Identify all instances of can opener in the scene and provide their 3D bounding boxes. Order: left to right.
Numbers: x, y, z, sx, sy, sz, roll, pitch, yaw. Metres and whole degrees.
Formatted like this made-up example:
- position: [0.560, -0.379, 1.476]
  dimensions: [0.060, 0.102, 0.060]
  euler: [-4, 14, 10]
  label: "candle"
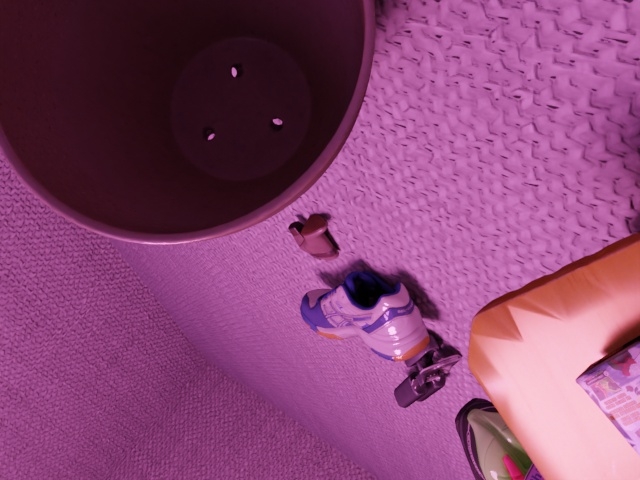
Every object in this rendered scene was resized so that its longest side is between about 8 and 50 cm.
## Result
- position: [0.189, 0.244, 1.154]
  dimensions: [0.283, 0.075, 0.095]
  euler: [102, 148, -65]
  label: "can opener"

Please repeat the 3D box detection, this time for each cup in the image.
- position: [-0.105, -0.156, 0.595]
  dimensions: [0.331, 0.331, 0.237]
  euler: [37, -177, 8]
  label: "cup"

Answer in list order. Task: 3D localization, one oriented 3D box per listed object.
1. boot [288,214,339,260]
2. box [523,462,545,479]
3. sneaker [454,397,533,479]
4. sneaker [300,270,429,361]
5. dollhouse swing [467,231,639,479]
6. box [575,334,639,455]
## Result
- position: [0.000, 0.000, 1.015]
  dimensions: [0.087, 0.042, 0.118]
  euler: [44, 159, -25]
  label: "boot"
- position: [0.380, 0.330, 0.793]
  dimensions: [0.117, 0.213, 0.243]
  euler: [14, 146, 47]
  label: "box"
- position: [0.399, 0.437, 1.072]
  dimensions: [0.483, 0.185, 0.202]
  euler: [54, 172, -23]
  label: "sneaker"
- position: [0.062, 0.102, 1.051]
  dimensions: [0.296, 0.111, 0.131]
  euler: [8, 124, 50]
  label: "sneaker"
- position: [0.351, 0.122, 0.466]
  dimensions: [0.347, 0.315, 0.305]
  euler: [-41, 67, 51]
  label: "dollhouse swing"
- position: [0.231, 0.087, 0.354]
  dimensions: [0.094, 0.027, 0.137]
  euler: [53, 141, 16]
  label: "box"
